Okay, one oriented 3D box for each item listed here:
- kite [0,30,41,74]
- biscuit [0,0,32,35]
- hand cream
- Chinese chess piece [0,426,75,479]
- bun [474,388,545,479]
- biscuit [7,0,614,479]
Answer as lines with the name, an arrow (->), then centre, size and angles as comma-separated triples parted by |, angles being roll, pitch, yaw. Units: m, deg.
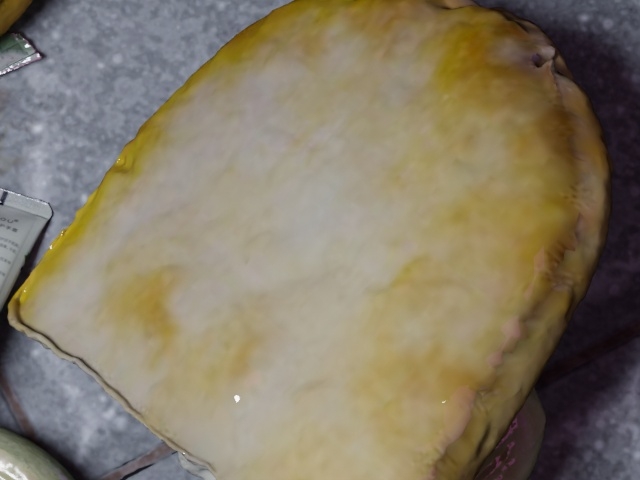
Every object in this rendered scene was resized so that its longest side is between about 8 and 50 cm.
kite -> -0.332, -0.202, 1.361 | 0.229, 0.012, 0.250 | 22, 83, 3
biscuit -> -0.353, -0.264, 1.317 | 0.296, 0.102, 0.296 | -1, 78, 4
hand cream -> -0.283, 0.050, 1.277 | 0.080, 0.050, 0.234 | 17, 53, 0
Chinese chess piece -> -0.289, 0.261, 1.259 | 0.250, 0.101, 0.250 | 0, 82, -2
bun -> 0.071, 0.150, 1.269 | 0.178, 0.128, 0.193 | 39, 95, 5
biscuit -> 0.001, 0.001, 1.221 | 0.429, 0.104, 0.446 | 24, 74, 40
